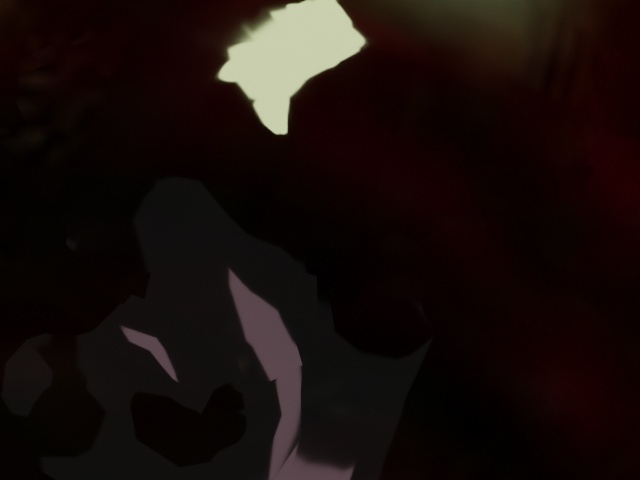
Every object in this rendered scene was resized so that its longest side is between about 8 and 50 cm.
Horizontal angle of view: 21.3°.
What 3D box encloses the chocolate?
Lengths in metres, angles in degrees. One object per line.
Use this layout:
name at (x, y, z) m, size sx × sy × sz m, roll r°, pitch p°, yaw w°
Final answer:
chocolate at (0.000, 0.000, 0.504) m, size 0.384 × 0.331 × 0.383 m, roll 0°, pitch 138°, yaw 0°
